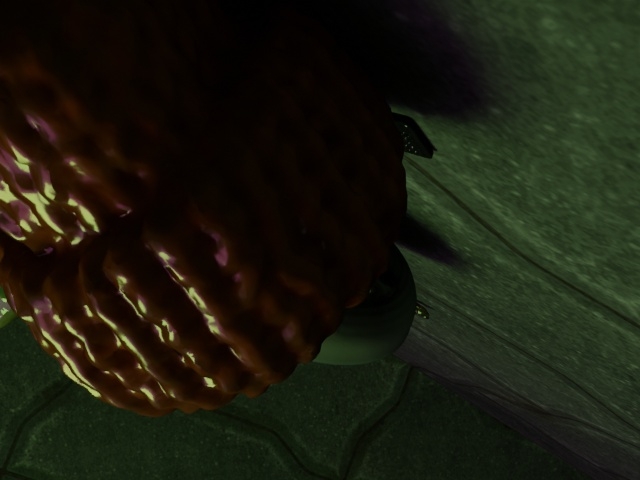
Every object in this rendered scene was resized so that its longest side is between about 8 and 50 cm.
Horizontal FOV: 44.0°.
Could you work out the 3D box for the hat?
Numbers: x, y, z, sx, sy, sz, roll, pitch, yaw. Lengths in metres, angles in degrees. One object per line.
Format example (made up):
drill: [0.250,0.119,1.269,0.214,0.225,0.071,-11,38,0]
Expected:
hat: [-0.117,-0.099,0.460,0.285,0.285,0.400,24,155,42]

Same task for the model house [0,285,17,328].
model house: [-0.287,-0.016,0.960,0.194,0.325,0.267,27,-170,-31]

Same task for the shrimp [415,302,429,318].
shrimp: [0.133,0.095,1.358,0.127,0.025,0.091,32,171,17]

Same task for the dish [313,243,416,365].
dish: [0.000,0.000,0.895,0.273,0.133,0.273,17,-149,-11]

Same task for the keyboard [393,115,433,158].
keyboard: [0.024,-0.100,0.657,0.155,0.010,0.053,24,168,41]
